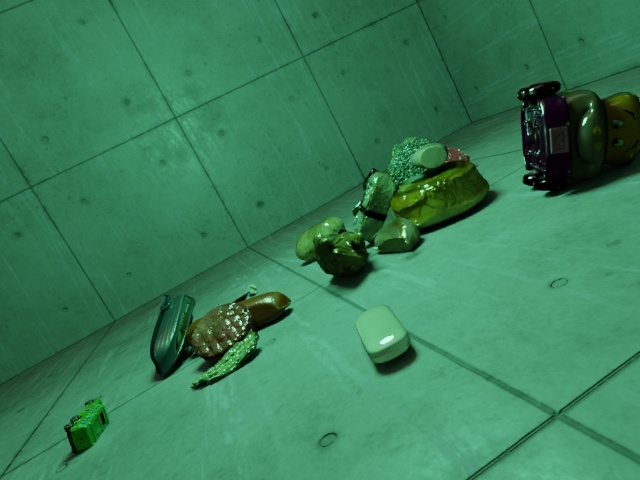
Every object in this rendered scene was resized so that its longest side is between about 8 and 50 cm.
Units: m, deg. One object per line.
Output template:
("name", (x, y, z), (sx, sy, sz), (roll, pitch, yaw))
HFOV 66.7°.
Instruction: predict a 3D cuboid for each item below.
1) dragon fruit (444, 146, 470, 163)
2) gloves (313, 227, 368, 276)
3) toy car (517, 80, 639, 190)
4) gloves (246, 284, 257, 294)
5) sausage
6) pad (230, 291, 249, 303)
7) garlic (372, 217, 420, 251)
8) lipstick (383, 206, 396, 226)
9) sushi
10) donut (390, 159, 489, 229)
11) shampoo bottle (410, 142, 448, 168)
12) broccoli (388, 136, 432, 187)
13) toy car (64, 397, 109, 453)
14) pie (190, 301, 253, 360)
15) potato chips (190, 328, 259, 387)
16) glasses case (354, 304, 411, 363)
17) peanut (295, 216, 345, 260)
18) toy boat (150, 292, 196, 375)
("dragon fruit", (0.577, -0.308, 2.044), (0.106, 0.083, 0.162), (1, 60, 31))
("gloves", (0.066, 0.039, 1.442), (0.154, 0.141, 0.331), (0, 5, 10))
("toy car", (0.640, -0.274, 1.228), (0.241, 0.271, 0.340), (-7, 14, 13))
("gloves", (-0.263, 0.187, 1.865), (0.044, 0.037, 0.081), (-62, 24, 8))
("sausage", (-0.248, 0.231, 1.428), (0.349, 0.094, 0.097), (-25, 11, 14))
("pad", (-0.324, 0.256, 1.621), (0.250, 0.055, 0.323), (-32, 10, -23))
("garlic", (0.229, -0.016, 1.447), (0.101, 0.087, 0.196), (-46, 18, -22))
("lipstick", (0.309, -0.127, 1.818), (0.372, 0.076, 0.080), (-29, 11, -9))
("sushi", (0.177, -0.095, 1.628), (0.272, 0.134, 0.109), (-61, 17, 1))
("donut", (0.363, -0.150, 1.546), (0.330, 0.159, 0.330), (-33, 8, 5))
("shampoo bottle", (0.354, -0.275, 1.577), (0.127, 0.078, 0.257), (-21, 9, 12))
("broccoli", (0.380, -0.299, 2.172), (0.353, 0.274, 0.397), (-28, -4, -1))
("toy car", (-0.580, 0.460, 1.227), (0.063, 0.071, 0.165), (-13, 10, -1))
("pie", (-0.264, 0.245, 1.312), (0.183, 0.049, 0.182), (-15, 43, 14))
("potato chips", (-0.231, 0.297, 1.190), (0.207, 0.028, 0.092), (-39, 21, -16))
("glasses case", (0.110, 0.167, 0.891), (0.081, 0.051, 0.204), (-27, 9, 2))
("peanut", (0.000, 0.000, 1.882), (0.224, 0.129, 0.129), (-34, 7, 20))
("toy boat", (-0.455, 0.296, 1.505), (0.114, 0.122, 0.296), (-30, 35, 18))
